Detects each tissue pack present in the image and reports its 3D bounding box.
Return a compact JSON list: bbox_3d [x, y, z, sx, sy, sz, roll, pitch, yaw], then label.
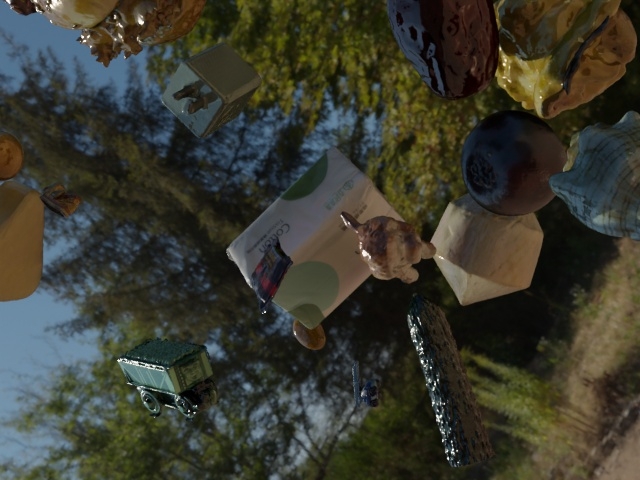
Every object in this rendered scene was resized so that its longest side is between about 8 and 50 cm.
[{"bbox_3d":[0.001,0.001,1.655,0.356,0.194,0.266,-44,-41,4],"label":"tissue pack"}]

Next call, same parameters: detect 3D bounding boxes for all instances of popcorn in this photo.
[{"bbox_3d":[0.543,-0.446,1.618,0.382,0.349,0.349,-81,7,-54],"label":"popcorn"}]

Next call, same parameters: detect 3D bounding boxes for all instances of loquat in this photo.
[{"bbox_3d":[-0.871,-0.225,1.905,0.163,0.163,0.137,-67,30,12],"label":"loquat"}]

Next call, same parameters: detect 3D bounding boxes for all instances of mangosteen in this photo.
[{"bbox_3d":[0.444,-0.176,1.563,0.261,0.235,0.236,-17,-38,-28],"label":"mangosteen"}]

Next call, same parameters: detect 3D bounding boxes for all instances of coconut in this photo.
[{"bbox_3d":[0.455,0.033,1.980,0.329,0.328,0.329,-59,-13,-23],"label":"coconut"}]

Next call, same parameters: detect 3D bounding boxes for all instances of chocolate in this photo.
[{"bbox_3d":[-0.071,0.044,0.988,0.086,0.028,0.182,-60,12,7],"label":"chocolate"}]

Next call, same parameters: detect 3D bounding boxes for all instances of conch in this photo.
[{"bbox_3d":[0.463,-0.107,1.114,0.203,0.170,0.386,-24,15,10],"label":"conch"}]

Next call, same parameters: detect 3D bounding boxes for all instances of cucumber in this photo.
[{"bbox_3d":[0.255,0.280,1.470,0.096,0.096,0.359,31,-139,-78],"label":"cucumber"}]

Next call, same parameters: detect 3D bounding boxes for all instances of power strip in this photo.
[{"bbox_3d":[-0.261,-0.332,1.618,0.140,0.139,0.224,-44,2,41],"label":"power strip"}]

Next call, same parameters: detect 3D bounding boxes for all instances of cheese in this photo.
[{"bbox_3d":[-0.930,0.052,2.003,0.384,0.104,0.384,-60,-13,-24],"label":"cheese"}]

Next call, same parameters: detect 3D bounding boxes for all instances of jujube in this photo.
[{"bbox_3d":[0.269,-0.466,1.549,0.223,0.223,0.318,-53,-55,-41],"label":"jujube"}]

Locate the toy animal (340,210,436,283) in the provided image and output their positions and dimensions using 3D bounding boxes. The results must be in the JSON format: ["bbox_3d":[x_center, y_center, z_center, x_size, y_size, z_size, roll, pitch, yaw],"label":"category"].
[{"bbox_3d":[0.086,-0.001,1.180,0.104,0.183,0.185,-63,-16,12],"label":"toy animal"}]

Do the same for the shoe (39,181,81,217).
[{"bbox_3d":[-0.654,-0.101,1.806,0.069,0.109,0.072,-45,-47,-21],"label":"shoe"}]

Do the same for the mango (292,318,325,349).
[{"bbox_3d":[-0.030,0.261,2.025,0.080,0.114,0.060,-53,-20,5],"label":"mango"}]

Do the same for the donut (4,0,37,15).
[{"bbox_3d":[-0.617,-0.600,1.625,0.230,0.096,0.216,7,-45,-50],"label":"donut"}]

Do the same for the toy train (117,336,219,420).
[{"bbox_3d":[-0.318,0.296,1.534,0.115,0.269,0.154,-26,-75,-39],"label":"toy train"}]

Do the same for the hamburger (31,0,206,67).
[{"bbox_3d":[-0.326,-0.437,1.139,0.268,0.445,0.287,-5,-94,-41],"label":"hamburger"}]

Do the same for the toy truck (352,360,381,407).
[{"bbox_3d":[0.135,0.418,2.073,0.063,0.074,0.136,-46,-46,-70],"label":"toy truck"}]
